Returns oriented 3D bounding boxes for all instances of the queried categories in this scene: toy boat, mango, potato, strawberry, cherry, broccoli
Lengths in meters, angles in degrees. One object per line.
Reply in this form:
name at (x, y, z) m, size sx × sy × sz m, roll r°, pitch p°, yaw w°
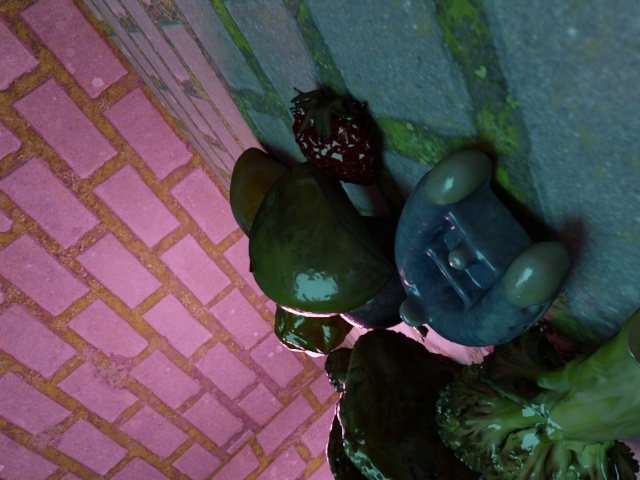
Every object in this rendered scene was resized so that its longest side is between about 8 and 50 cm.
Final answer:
toy boat at (0.162, 0.039, 0.606) m, size 0.215 × 0.123 × 0.330 m, roll 55°, pitch 170°, yaw 15°
mango at (-0.124, -0.101, 1.211) m, size 0.384 × 0.199 × 0.221 m, roll 57°, pitch -178°, yaw 39°
potato at (0.000, 0.000, 0.772) m, size 0.112 × 0.269 × 0.255 m, roll 19°, pitch -177°, yaw -38°
strawberry at (0.026, -0.130, 0.749) m, size 0.167 × 0.087 × 0.208 m, roll 37°, pitch 166°, yaw 43°
cherry at (0.093, 0.057, 0.881) m, size 0.213 × 0.183 × 0.266 m, roll 42°, pitch 148°, yaw 4°
broccoli at (0.274, 0.173, 0.554) m, size 0.252 × 0.221 × 0.361 m, roll 32°, pitch 150°, yaw 39°

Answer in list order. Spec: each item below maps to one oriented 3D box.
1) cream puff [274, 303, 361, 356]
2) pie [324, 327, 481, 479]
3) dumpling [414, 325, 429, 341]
cream puff at (0.019, 0.171, 1.288) m, size 0.323 × 0.274 × 0.270 m, roll 163°, pitch 106°, yaw -72°
pie at (0.217, 0.311, 0.772) m, size 0.418 × 0.180 × 0.395 m, roll 14°, pitch -154°, yaw -7°
dumpling at (0.124, 0.068, 1.056) m, size 0.332 × 0.086 × 0.166 m, roll 48°, pitch -173°, yaw 3°
